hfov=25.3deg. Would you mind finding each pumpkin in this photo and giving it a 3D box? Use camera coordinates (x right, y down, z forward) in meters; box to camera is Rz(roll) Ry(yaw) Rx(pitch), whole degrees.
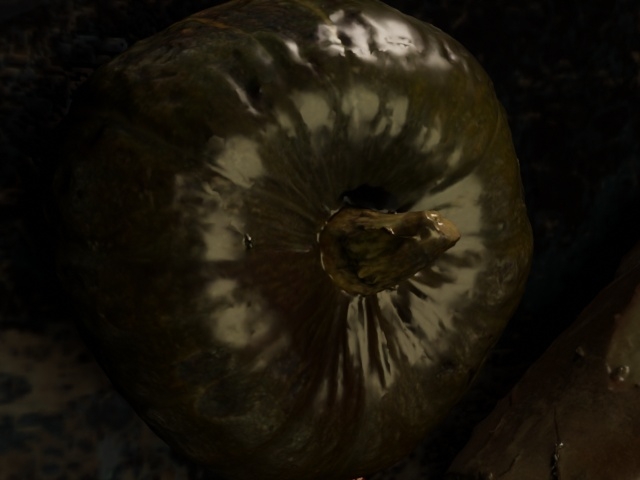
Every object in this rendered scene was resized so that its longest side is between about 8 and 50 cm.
[{"bbox_3d":[0.000,0.000,0.604,0.219,0.162,0.219,-6,100,-34],"label":"pumpkin"}]

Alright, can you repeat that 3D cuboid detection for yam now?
[{"bbox_3d":[0.172,0.098,0.771,0.238,0.129,0.128,-45,110,-15],"label":"yam"}]

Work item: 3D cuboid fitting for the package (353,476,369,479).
[{"bbox_3d":[0.044,0.201,0.768,0.083,0.022,0.200,-53,124,-14],"label":"package"}]
